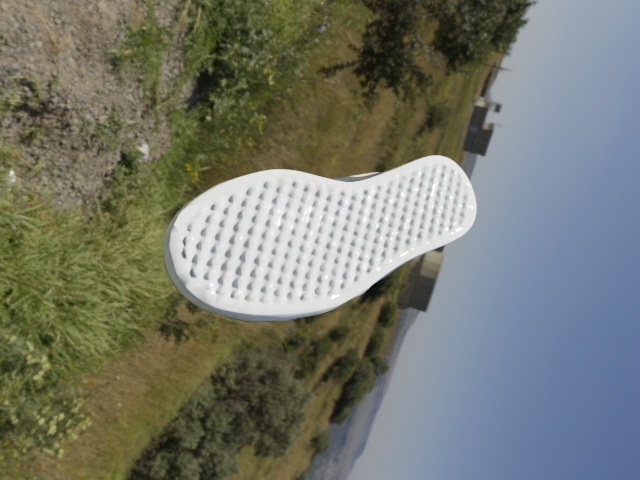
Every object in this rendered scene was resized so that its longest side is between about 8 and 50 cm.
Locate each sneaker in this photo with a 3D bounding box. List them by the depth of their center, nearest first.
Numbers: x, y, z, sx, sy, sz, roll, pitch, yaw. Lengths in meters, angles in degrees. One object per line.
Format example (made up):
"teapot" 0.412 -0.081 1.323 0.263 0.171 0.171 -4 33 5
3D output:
"sneaker" 0.000 0.000 0.490 0.321 0.127 0.126 -12 85 -35
